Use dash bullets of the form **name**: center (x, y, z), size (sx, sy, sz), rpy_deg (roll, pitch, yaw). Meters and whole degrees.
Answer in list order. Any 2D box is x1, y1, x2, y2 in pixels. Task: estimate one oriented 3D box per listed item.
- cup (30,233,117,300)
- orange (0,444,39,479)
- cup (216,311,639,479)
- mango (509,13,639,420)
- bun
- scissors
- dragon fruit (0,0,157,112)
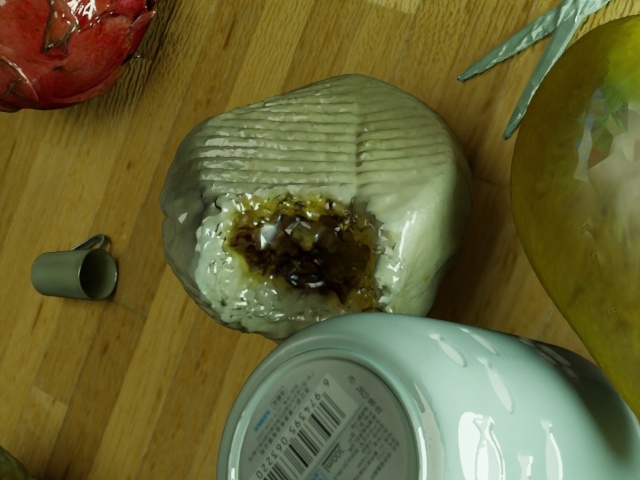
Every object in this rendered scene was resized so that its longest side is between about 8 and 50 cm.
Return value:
- **cup**: center (-0.262, 0.026, 1.619), size (0.083, 0.054, 0.075), rpy_deg (0, 81, 40)
- **orange**: center (-0.348, 0.364, 1.502), size (0.271, 0.210, 0.368), rpy_deg (-39, 58, 0)
- **cup**: center (0.092, 0.230, 1.159), size (0.259, 0.274, 0.356), rpy_deg (-32, 61, 29)
- **mango**: center (0.277, 0.000, 1.129), size (0.253, 0.182, 0.365), rpy_deg (-26, 64, 29)
- **bun**: center (-0.001, -0.010, 1.328), size (0.281, 0.281, 0.205), rpy_deg (37, 146, 37)
- **scissors**: center (0.222, -0.202, 1.327), size (0.247, 0.017, 0.144), rpy_deg (-47, 55, 21)
- **dragon fruit**: center (-0.302, -0.251, 1.609), size (0.252, 0.241, 0.241), rpy_deg (-32, 61, 10)
